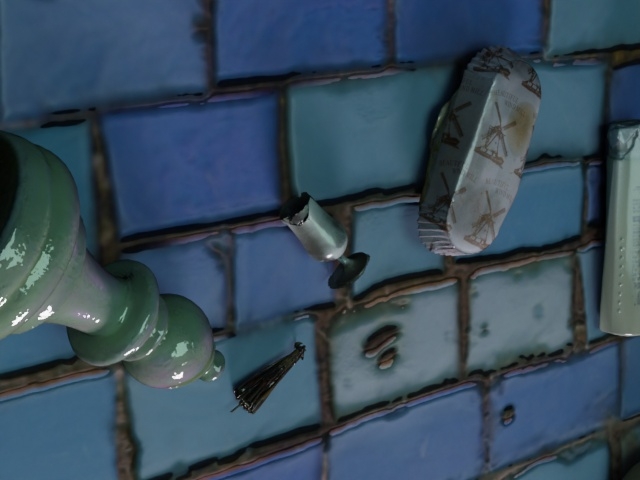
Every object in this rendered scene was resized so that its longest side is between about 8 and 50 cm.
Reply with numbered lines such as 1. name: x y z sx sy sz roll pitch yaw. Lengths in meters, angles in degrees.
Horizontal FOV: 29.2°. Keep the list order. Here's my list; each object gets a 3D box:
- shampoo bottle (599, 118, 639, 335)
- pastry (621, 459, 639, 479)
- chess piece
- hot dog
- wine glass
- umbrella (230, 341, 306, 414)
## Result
1. shampoo bottle: 0.306 -0.013 1.203 0.072 0.049 0.212 -10 106 -31
2. pastry: 0.375 0.291 1.292 0.156 0.092 0.156 -12 109 -36
3. chess piece: -0.152 0.041 0.839 0.272 0.139 0.139 36 78 -47
4. hot dog: 0.139 -0.077 1.064 0.099 0.053 0.192 18 86 -39
5. wine glass: 0.000 0.000 0.987 0.083 0.042 0.039 47 34 -30
6. umbrella: -0.041 0.113 0.990 0.083 0.020 0.031 -45 123 -27
